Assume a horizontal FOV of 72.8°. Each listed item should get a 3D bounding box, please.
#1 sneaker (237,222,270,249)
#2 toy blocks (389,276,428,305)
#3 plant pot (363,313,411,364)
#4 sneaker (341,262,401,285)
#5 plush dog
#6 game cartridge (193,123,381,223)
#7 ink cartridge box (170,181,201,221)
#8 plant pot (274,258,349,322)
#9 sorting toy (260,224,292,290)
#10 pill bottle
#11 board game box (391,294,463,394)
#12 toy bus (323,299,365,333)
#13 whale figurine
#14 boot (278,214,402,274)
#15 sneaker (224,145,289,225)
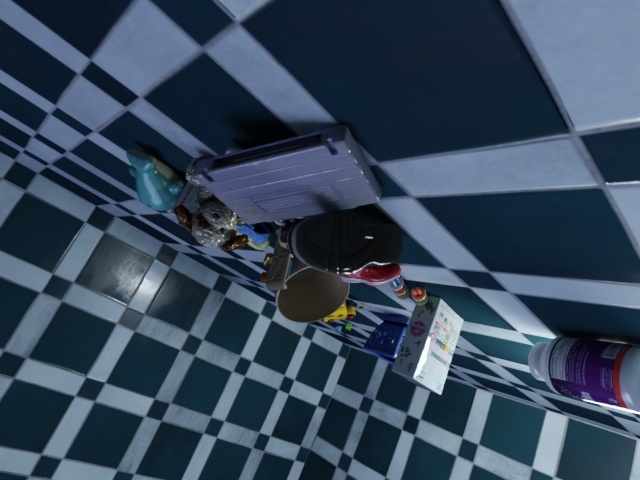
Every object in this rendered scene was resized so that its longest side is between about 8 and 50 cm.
[{"bbox_3d":[-0.287,-0.063,1.625,0.240,0.091,0.126,28,142,-4],"label":"sneaker"},{"bbox_3d":[0.308,0.172,1.535,0.123,0.054,0.148,15,160,31],"label":"toy blocks"},{"bbox_3d":[0.392,0.490,2.106,0.236,0.212,0.236,33,162,-26],"label":"plant pot"},{"bbox_3d":[0.145,0.079,1.429,0.221,0.087,0.128,-8,130,28],"label":"sneaker"},{"bbox_3d":[-0.298,-0.087,1.284,0.263,0.225,0.210,27,163,-9],"label":"plush dog"},{"bbox_3d":[-0.067,-0.131,0.959,0.356,0.068,0.230,-8,154,23],"label":"game cartridge"},{"bbox_3d":[-0.381,-0.101,1.483,0.209,0.152,0.087,24,162,-3],"label":"ink cartridge box"},{"bbox_3d":[-0.054,0.149,1.672,0.284,0.284,0.190,38,-165,-38],"label":"plant pot"},{"bbox_3d":[-0.150,0.068,1.572,0.041,0.228,0.307,12,168,-20],"label":"sorting toy"},{"bbox_3d":[0.799,0.384,1.287,0.182,0.181,0.323,31,162,-22],"label":"pill bottle"},{"bbox_3d":[0.405,0.383,1.609,0.098,0.303,0.224,7,155,45],"label":"board game box"},{"bbox_3d":[0.097,0.328,2.130,0.191,0.202,0.104,28,150,19],"label":"toy bus"},{"bbox_3d":[-0.567,-0.196,1.469,0.217,0.141,0.272,22,162,10],"label":"whale figurine"},{"bbox_3d":[-0.002,0.001,1.113,0.284,0.138,0.378,4,-175,44],"label":"boot"},{"bbox_3d":[-0.151,-0.146,1.150,0.118,0.110,0.292,27,162,33],"label":"sneaker"}]
